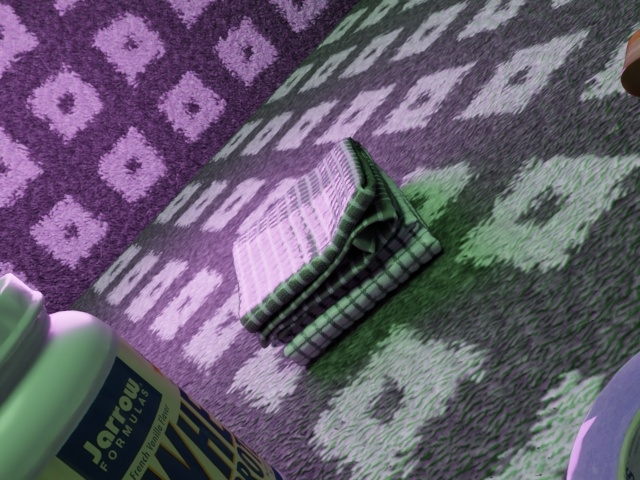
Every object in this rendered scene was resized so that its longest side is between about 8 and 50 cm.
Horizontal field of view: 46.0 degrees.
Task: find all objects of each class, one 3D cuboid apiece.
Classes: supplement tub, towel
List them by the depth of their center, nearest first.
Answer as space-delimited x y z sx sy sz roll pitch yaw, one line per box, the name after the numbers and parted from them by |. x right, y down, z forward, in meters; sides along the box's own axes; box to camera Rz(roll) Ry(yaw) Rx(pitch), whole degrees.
-0.196 0.207 0.612 0.235 0.325 0.235 -37 21 17 | supplement tub
0.000 0.000 0.953 0.235 0.121 0.284 -41 20 10 | towel

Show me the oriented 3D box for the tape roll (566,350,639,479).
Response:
0.219 0.118 0.350 0.189 0.080 0.189 -37 20 16 | tape roll

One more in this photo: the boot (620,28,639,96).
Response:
0.390 -0.227 0.730 0.197 0.073 0.152 -17 29 47 | boot
